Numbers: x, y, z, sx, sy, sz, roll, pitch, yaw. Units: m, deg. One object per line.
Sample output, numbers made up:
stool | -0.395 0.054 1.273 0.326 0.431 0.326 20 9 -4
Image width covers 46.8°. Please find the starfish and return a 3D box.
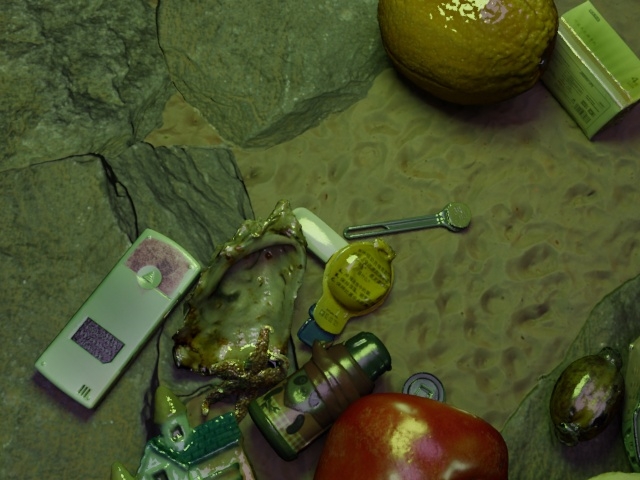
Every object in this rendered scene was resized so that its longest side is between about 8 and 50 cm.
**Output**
starfish | -0.139 0.247 1.369 0.150 0.053 0.210 17 106 -30

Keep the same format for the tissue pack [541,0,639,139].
tissue pack | 0.560 -0.350 1.538 0.125 0.159 0.234 -33 79 -11

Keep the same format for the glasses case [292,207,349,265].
glasses case | 0.000 0.000 1.471 0.164 0.041 0.063 40 76 7

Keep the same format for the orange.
orange | 0.292 -0.430 1.455 0.357 0.322 0.322 38 75 24

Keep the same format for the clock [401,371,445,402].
clock | 0.197 0.294 1.416 0.085 0.017 0.085 1 74 -3

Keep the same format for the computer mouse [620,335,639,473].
computer mouse | 0.649 0.308 1.387 0.199 0.115 0.389 9 75 -10

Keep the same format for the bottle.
bottle | 0.004 0.268 1.350 0.271 0.143 0.156 -37 105 -9

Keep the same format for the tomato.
tomato | 0.151 0.407 1.234 0.325 0.289 0.293 22 81 -37

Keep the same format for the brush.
brush | 0.177 -0.034 1.499 0.265 0.027 0.062 -9 76 -5

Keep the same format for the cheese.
cheese | 0.050 0.103 1.424 0.156 0.064 0.250 41 85 -26

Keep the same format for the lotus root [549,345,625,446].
lotus root | 0.502 0.289 1.388 0.120 0.120 0.210 35 74 6

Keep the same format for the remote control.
remote control | -0.378 0.143 1.407 0.145 0.050 0.344 36 75 6

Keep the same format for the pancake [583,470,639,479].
pancake | 0.457 0.538 1.117 0.386 0.082 0.387 2 83 -12

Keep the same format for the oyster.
oyster | -0.154 0.089 1.377 0.221 0.096 0.361 7 102 -25

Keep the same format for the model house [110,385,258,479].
model house | -0.226 0.401 1.266 0.267 0.194 0.325 -22 79 -8
